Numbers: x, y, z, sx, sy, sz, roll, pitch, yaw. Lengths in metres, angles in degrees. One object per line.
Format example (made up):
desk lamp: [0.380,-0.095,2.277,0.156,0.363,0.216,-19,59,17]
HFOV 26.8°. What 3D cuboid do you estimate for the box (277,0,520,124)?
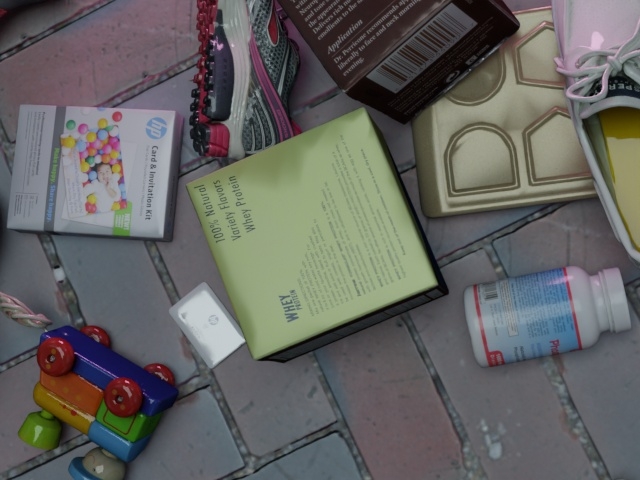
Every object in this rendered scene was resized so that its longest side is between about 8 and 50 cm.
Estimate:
box: [0.066,-0.259,1.381,0.168,0.167,0.203,-39,69,17]

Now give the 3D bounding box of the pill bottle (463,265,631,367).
pill bottle: [0.232,0.075,1.375,0.160,0.087,0.087,-11,81,10]

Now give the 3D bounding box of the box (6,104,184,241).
box: [-0.253,-0.076,1.513,0.186,0.038,0.145,4,84,10]

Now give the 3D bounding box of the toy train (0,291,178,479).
toy train: [-0.291,0.162,1.466,0.248,0.105,0.143,28,102,13]

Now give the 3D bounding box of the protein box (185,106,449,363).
protein box: [0.000,0.000,1.404,0.201,0.136,0.199,-23,80,7]

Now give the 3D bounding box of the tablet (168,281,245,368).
tablet: [-0.124,0.093,1.483,0.054,0.006,0.083,-39,78,4]

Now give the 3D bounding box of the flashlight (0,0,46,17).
flashlight: [-0.391,-0.239,1.533,0.304,0.103,0.103,-51,40,5]

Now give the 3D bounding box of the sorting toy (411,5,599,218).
sorting toy: [0.204,-0.186,1.441,0.229,0.041,0.307,-8,82,14]

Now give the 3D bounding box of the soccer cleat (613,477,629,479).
soccer cleat: [0.319,0.336,1.343,0.076,0.068,0.196,-2,84,-4]

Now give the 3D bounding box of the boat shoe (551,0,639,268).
boat shoe: [0.290,-0.142,1.302,0.136,0.156,0.367,-12,82,24]

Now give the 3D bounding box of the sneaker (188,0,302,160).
sneaker: [-0.076,-0.231,1.471,0.112,0.121,0.299,5,82,-18]
